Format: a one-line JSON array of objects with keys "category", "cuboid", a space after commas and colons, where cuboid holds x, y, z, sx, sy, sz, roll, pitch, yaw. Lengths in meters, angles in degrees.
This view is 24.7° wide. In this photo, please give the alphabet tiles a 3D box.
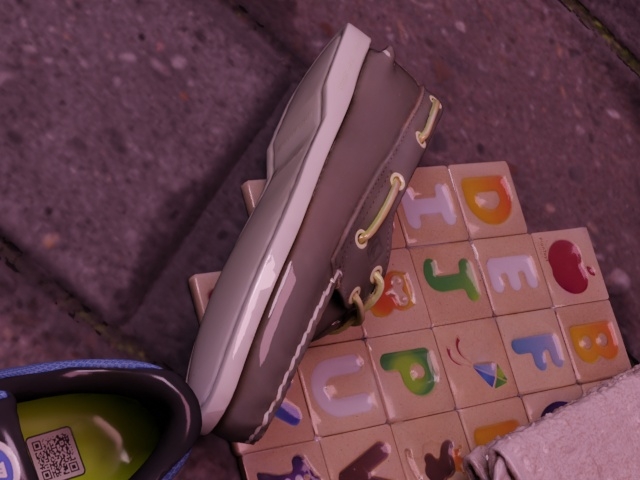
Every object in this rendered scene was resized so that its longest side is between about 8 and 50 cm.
[{"category": "alphabet tiles", "cuboid": [0.081, 0.085, 0.969, 0.343, 0.011, 0.285, -6, 73, -36]}]

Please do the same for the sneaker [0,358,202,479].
[{"category": "sneaker", "cuboid": [-0.198, 0.122, 0.679, 0.330, 0.147, 0.129, -22, 83, -37]}]

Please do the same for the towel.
[{"category": "towel", "cuboid": [0.225, 0.181, 0.986, 0.282, 0.049, 0.187, -20, 87, -41]}]

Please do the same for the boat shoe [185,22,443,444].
[{"category": "boat shoe", "cuboid": [0.002, -0.002, 0.878, 0.091, 0.109, 0.305, 31, 52, -14]}]
